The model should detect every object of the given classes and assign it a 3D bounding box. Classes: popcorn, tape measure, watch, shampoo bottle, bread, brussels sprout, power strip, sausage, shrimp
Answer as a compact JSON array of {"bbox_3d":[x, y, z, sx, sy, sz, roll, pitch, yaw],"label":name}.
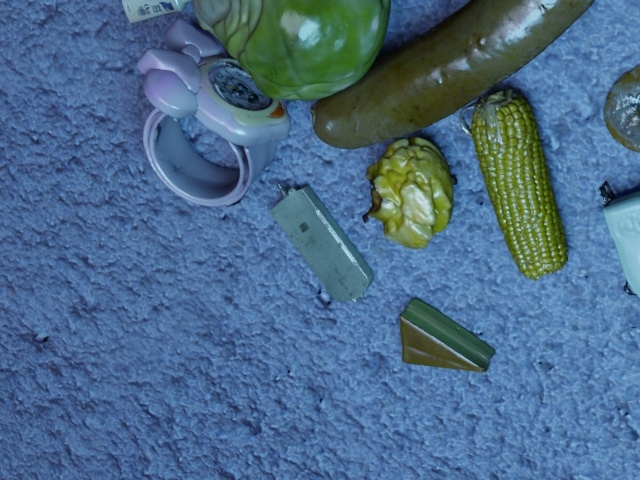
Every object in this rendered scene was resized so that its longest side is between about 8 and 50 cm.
[{"bbox_3d":[0.134,-0.070,1.946,0.152,0.148,0.167,-11,92,-5],"label":"popcorn"},{"bbox_3d":[0.575,-0.016,1.798,0.351,0.098,0.215,-13,103,30],"label":"tape measure"},{"bbox_3d":[-0.187,-0.175,2.028,0.248,0.211,0.217,34,129,-2],"label":"watch"},{"bbox_3d":[-0.243,-0.374,2.053,0.141,0.034,0.049,-7,102,24],"label":"shampoo bottle"},{"bbox_3d":[0.199,0.147,2.043,0.139,0.074,0.084,6,115,23],"label":"bread"},{"bbox_3d":[-0.034,-0.334,1.856,0.317,0.243,0.273,-23,94,30],"label":"brussels sprout"},{"bbox_3d":[0.000,0.000,2.098,0.080,0.029,0.227,-33,95,32],"label":"power strip"},{"bbox_3d":[0.187,-0.256,1.859,0.501,0.123,0.136,-32,85,31],"label":"sausage"},{"bbox_3d":[0.479,-0.180,1.803,0.188,0.052,0.132,5,112,25],"label":"shrimp"}]

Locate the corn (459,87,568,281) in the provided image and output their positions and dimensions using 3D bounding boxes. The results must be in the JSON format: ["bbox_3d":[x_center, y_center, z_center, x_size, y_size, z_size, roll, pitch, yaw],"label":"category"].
[{"bbox_3d":[0.287,-0.074,1.901,0.106,0.106,0.293,-11,105,27],"label":"corn"}]
